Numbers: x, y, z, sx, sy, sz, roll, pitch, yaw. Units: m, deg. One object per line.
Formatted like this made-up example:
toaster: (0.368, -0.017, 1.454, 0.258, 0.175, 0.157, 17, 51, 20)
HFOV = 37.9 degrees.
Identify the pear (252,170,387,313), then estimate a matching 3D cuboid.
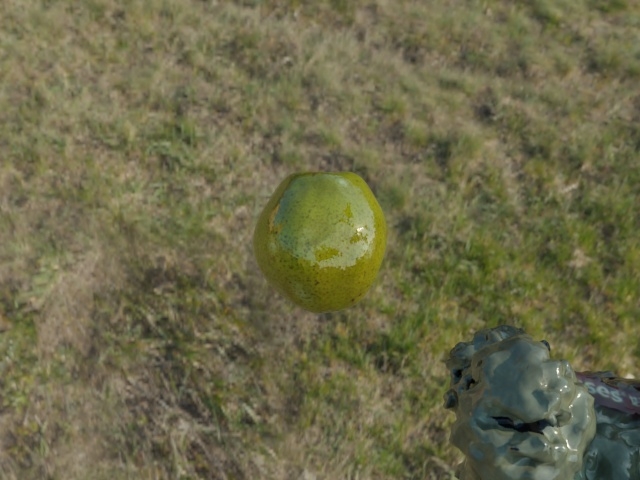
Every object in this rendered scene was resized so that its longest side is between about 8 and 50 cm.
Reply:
pear: (-0.001, 0.000, 1.284, 0.198, 0.198, 0.198, 3, 47, -4)

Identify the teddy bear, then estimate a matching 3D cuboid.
teddy bear: (0.282, 0.173, 0.730, 0.367, 0.357, 0.224, -3, 85, 7)
